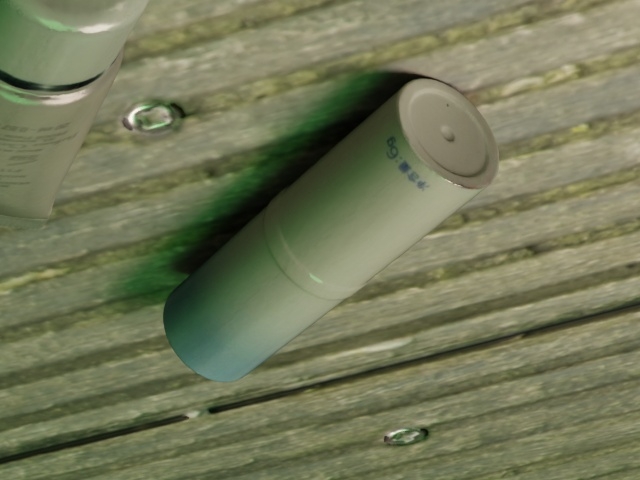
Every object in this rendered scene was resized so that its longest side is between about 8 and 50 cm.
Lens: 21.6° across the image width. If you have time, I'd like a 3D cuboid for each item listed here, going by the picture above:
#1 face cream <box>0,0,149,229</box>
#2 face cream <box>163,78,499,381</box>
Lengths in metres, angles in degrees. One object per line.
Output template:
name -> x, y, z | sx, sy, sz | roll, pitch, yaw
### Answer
face cream -> -0.172, -0.068, 0.865 | 0.143, 0.089, 0.314 | 6, 154, -24
face cream -> 0.000, 0.000, 1.017 | 0.077, 0.077, 0.250 | 16, 141, -34
